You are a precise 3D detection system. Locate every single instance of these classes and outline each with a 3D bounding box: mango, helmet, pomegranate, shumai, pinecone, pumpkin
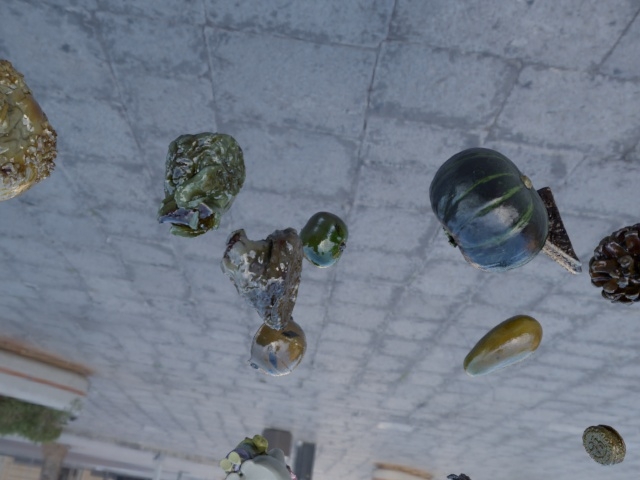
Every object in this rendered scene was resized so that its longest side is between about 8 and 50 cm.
[{"bbox_3d":[0.461,0.274,1.612,0.227,0.099,0.136,-37,142,16],"label":"mango"},{"bbox_3d":[-0.117,0.331,1.942,0.130,0.198,0.224,28,163,19],"label":"helmet"},{"bbox_3d":[0.000,0.000,1.764,0.131,0.152,0.191,35,166,-11],"label":"pomegranate"},{"bbox_3d":[-0.272,-0.110,1.462,0.189,0.218,0.256,3,144,-4],"label":"shumai"},{"bbox_3d":[0.631,0.050,1.277,0.179,0.150,0.195,-40,167,24],"label":"pinecone"},{"bbox_3d":[0.419,-0.079,1.580,0.241,0.323,0.323,-32,141,21],"label":"pumpkin"},{"bbox_3d":[-0.146,0.073,1.488,0.185,0.184,0.218,11,115,14],"label":"shumai"}]

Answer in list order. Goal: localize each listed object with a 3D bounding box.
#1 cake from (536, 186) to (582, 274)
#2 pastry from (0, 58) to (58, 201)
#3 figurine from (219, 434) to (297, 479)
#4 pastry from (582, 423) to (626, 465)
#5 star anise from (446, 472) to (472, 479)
[{"bbox_3d":[0.598,-0.006,1.706,0.135,0.246,0.112,-20,152,16],"label":"cake"},{"bbox_3d":[-0.659,-0.233,1.262,0.161,0.255,0.311,-11,113,29],"label":"pastry"},{"bbox_3d":[-0.108,0.451,1.190,0.155,0.127,0.235,37,173,11],"label":"figurine"},{"bbox_3d":[0.685,0.494,1.530,0.057,0.109,0.097,-9,-152,-26],"label":"pastry"},{"bbox_3d":[0.417,0.699,1.770,0.141,0.141,0.042,25,111,-34],"label":"star anise"}]
